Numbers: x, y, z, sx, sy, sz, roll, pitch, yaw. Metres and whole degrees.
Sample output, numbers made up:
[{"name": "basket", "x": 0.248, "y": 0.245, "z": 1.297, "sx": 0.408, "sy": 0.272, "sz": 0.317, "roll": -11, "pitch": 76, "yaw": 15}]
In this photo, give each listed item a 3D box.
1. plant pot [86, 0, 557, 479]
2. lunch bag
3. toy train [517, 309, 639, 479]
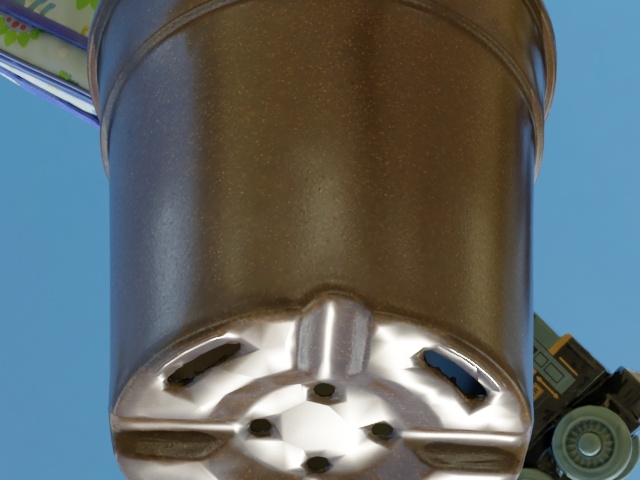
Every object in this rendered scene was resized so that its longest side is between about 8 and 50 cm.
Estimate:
[{"name": "plant pot", "x": 0.000, "y": 0.000, "z": 0.565, "sx": 0.167, "sy": 0.167, "sz": 0.165, "roll": 20, "pitch": -137, "yaw": -19}, {"name": "lunch bag", "x": -0.166, "y": -0.180, "z": 1.347, "sx": 0.219, "sy": 0.090, "sz": 0.176, "roll": 28, "pitch": -98, "yaw": 14}, {"name": "toy train", "x": 0.174, "y": 0.223, "z": 1.740, "sx": 0.190, "sy": 0.334, "sz": 0.142, "roll": 46, "pitch": -173, "yaw": 17}]
